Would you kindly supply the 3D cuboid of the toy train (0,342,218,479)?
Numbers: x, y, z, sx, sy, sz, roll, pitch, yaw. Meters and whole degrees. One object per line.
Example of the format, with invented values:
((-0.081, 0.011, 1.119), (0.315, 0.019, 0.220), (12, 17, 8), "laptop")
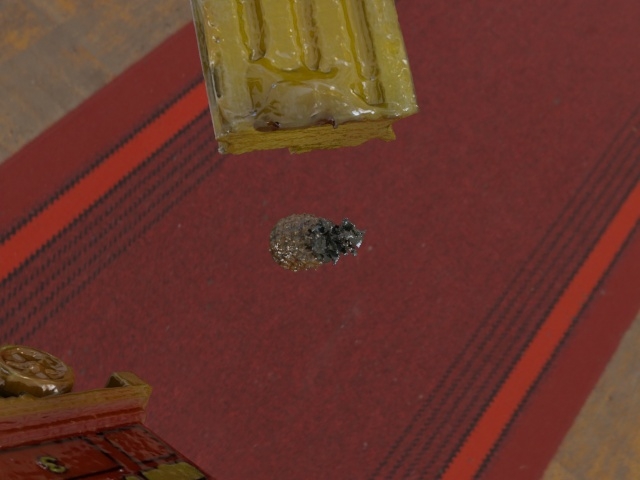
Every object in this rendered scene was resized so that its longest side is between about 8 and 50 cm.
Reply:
((-0.232, 0.197, 0.664), (0.231, 0.163, 0.369), (25, 9, 27), "toy train")

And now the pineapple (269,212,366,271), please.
((0.000, 0.000, 1.494), (0.108, 0.197, 0.108), (5, 83, -41), "pineapple")

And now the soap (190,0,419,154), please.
((-0.033, -0.257, 1.119), (0.259, 0.143, 0.281), (-7, 82, -15), "soap")
